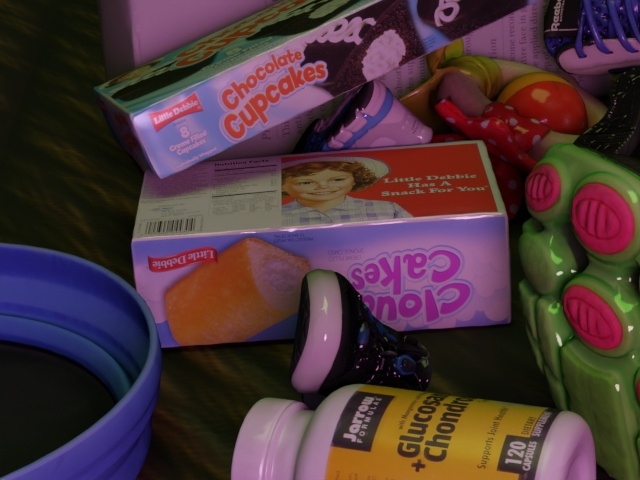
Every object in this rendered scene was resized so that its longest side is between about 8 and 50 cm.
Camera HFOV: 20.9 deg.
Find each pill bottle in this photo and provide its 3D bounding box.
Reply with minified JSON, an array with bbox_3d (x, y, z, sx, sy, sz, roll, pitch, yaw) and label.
[{"bbox_3d":[0.049,0.133,0.940,0.184,0.103,0.103,5,26,22],"label":"pill bottle"}]

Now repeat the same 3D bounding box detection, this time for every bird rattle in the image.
[{"bbox_3d":[0.162,-0.109,1.456,0.207,0.143,0.253,4,22,-22],"label":"bird rattle"}]

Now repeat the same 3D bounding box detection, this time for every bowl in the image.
[{"bbox_3d":[-0.292,0.111,1.088,0.391,0.077,0.391,-4,23,2],"label":"bowl"}]

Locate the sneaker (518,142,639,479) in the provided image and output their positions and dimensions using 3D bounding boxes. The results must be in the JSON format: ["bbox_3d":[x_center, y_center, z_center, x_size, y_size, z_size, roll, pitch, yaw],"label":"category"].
[{"bbox_3d":[0.305,0.077,0.968,0.202,0.185,0.483,-16,35,-41],"label":"sneaker"}]

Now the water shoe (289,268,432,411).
[{"bbox_3d":[0.028,0.064,1.035,0.080,0.073,0.203,7,-12,5],"label":"water shoe"}]

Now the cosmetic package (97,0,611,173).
[{"bbox_3d":[0.030,-0.221,1.598,0.453,0.230,0.161,-11,24,-16],"label":"cosmetic package"}]

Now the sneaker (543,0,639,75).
[{"bbox_3d":[0.288,-0.188,1.464,0.182,0.127,0.315,1,-4,-5],"label":"sneaker"}]

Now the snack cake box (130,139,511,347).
[{"bbox_3d":[0.000,0.000,1.271,0.264,0.089,0.152,-4,22,1],"label":"snack cake box"}]

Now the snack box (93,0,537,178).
[{"bbox_3d":[-0.010,-0.152,1.357,0.322,0.060,0.187,-26,16,-10],"label":"snack box"}]

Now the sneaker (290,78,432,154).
[{"bbox_3d":[0.027,-0.063,1.395,0.190,0.083,0.071,-32,31,62],"label":"sneaker"}]

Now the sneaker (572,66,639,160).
[{"bbox_3d":[0.257,-0.075,1.405,0.051,0.089,0.170,0,40,37],"label":"sneaker"}]
